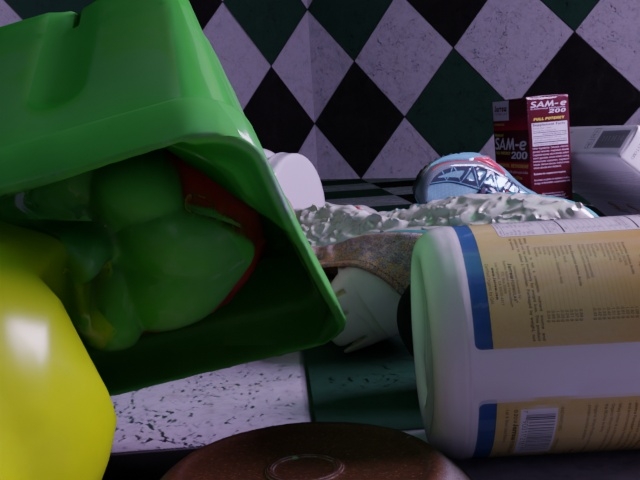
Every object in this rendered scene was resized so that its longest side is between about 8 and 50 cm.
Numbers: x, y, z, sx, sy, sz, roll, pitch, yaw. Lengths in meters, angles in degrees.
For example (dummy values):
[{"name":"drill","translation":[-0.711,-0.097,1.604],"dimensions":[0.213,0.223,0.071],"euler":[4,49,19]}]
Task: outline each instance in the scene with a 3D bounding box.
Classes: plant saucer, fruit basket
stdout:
[{"name":"plant saucer","translation":[-0.007,0.134,0.454],"dimensions":[0.198,0.036,0.198],"euler":[-4,6,0]},{"name":"fruit basket","translation":[-0.181,0.058,0.481],"dimensions":[0.392,0.392,0.283],"euler":[-2,-30,14]}]

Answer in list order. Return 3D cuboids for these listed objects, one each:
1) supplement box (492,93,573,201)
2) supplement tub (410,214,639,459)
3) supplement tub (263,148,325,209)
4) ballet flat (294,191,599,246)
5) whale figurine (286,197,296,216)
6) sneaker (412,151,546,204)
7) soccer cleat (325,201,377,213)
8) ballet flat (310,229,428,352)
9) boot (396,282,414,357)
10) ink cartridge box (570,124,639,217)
[{"name":"supplement box","translation":[0.331,-0.103,1.355],"dimensions":[0.073,0.239,0.130],"euler":[-6,7,-12]},{"name":"supplement tub","translation":[0.161,0.058,0.537],"dimensions":[0.199,0.144,0.144],"euler":[-3,7,1]},{"name":"supplement tub","translation":[-0.150,-0.040,1.298],"dimensions":[0.272,0.191,0.191],"euler":[0,8,28]},{"name":"ballet flat","translation":[0.100,0.036,0.950],"dimensions":[0.409,0.147,0.147],"euler":[-1,7,41]},{"name":"whale figurine","translation":[-0.145,0.009,0.880],"dimensions":[0.141,0.216,0.272],"euler":[39,-27,-24]},{"name":"sneaker","translation":[0.245,-0.030,1.118],"dimensions":[0.261,0.104,0.125],"euler":[21,19,-14]},{"name":"soccer cleat","translation":[0.036,-0.046,1.804],"dimensions":[0.196,0.068,0.076],"euler":[4,-5,40]},{"name":"ballet flat","translation":[0.018,0.058,0.849],"dimensions":[0.316,0.107,0.106],"euler":[-6,35,50]},{"name":"boot","translation":[0.196,0.055,0.728],"dimensions":[0.246,0.094,0.207],"euler":[5,12,11]},{"name":"ink cartridge box","translation":[0.483,-0.087,1.348],"dimensions":[0.239,0.060,0.275],"euler":[33,-3,-15]}]
